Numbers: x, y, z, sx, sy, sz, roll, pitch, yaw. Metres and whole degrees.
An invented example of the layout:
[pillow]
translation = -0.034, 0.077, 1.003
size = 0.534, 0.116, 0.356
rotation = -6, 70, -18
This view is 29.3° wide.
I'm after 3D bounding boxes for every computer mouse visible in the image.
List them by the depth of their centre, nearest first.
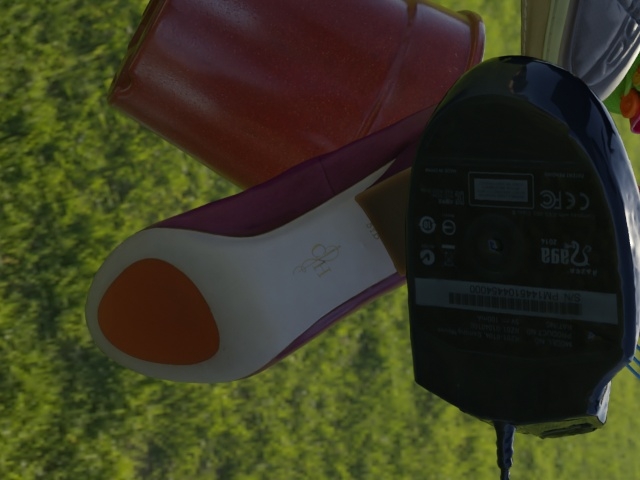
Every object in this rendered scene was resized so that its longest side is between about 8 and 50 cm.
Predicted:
[computer mouse]
translation = 0.063, 0.066, 0.367
size = 0.041, 0.071, 0.242
rotation = -22, 115, -56

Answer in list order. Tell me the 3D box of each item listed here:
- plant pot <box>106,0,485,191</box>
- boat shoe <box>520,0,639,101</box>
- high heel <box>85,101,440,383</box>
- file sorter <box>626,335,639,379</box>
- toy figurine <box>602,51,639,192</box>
[plant pot]
translation = -0.034, -0.154, 1.121
size = 0.265, 0.272, 0.272
rotation = 28, 50, -15
[boat shoe]
translation = 0.161, -0.231, 0.777
size = 0.109, 0.098, 0.302
rotation = 14, 84, -51
[high heel]
translation = 0.000, 0.000, 0.872
size = 0.181, 0.377, 0.127
rotation = -35, 105, -53
[file sorter]
translation = 0.363, 0.074, 1.283
size = 0.118, 0.104, 0.170
rotation = 47, -9, 17
[toy figurine]
translation = 0.333, -0.096, 1.119
size = 0.130, 0.173, 0.159
rotation = 5, 63, -15
